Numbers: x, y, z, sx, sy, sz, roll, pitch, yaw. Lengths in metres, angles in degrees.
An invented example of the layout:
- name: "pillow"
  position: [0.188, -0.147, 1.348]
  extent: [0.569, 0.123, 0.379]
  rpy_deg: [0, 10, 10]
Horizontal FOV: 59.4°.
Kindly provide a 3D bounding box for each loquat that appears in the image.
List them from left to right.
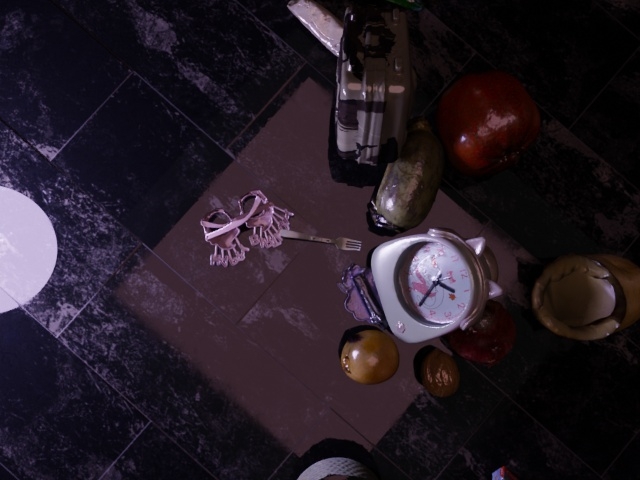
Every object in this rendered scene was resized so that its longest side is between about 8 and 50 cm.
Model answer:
- name: "loquat"
  position: [0.128, 0.296, 1.425]
  extent: [0.163, 0.163, 0.137]
  rpy_deg: [-16, 74, -2]

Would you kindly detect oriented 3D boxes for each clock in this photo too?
- name: "clock"
  position: [0.289, 0.102, 1.371]
  extent: [0.324, 0.109, 0.264]
  rpy_deg: [-22, 81, 42]

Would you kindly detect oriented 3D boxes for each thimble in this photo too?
- name: "thimble"
  position: [0.049, 0.690, 1.400]
  extent: [0.271, 0.150, 0.270]
  rpy_deg: [0, 87, -2]

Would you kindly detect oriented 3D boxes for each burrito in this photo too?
- name: "burrito"
  position: [0.026, -0.572, 1.522]
  extent: [0.275, 0.059, 0.082]
  rpy_deg: [43, 101, 2]

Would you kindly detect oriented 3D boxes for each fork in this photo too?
- name: "fork"
  position: [-0.001, -0.001, 1.494]
  extent: [0.220, 0.028, 0.033]
  rpy_deg: [9, 94, -8]

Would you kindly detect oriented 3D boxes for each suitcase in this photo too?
- name: "suitcase"
  position: [0.134, -0.360, 1.384]
  extent: [0.194, 0.339, 0.351]
  rpy_deg: [3, 54, 1]

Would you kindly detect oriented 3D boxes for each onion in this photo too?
- name: "onion"
  position: [0.415, 0.231, 1.441]
  extent: [0.184, 0.147, 0.183]
  rpy_deg: [-2, 74, 6]

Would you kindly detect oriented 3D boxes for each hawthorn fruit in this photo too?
- name: "hawthorn fruit"
  position: [0.411, -0.323, 1.447]
  extent: [0.254, 0.254, 0.300]
  rpy_deg: [-20, 60, -3]

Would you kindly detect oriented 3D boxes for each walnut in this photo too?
- name: "walnut"
  position: [0.309, 0.343, 1.456]
  extent: [0.105, 0.105, 0.124]
  rpy_deg: [-1, 83, -2]

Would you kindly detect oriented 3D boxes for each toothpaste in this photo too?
- name: "toothpaste"
  position: [0.534, 0.674, 1.467]
  extent: [0.193, 0.070, 0.044]
  rpy_deg: [43, 116, 1]

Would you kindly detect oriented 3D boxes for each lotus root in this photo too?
- name: "lotus root"
  position: [0.234, -0.169, 1.443]
  extent: [0.173, 0.173, 0.309]
  rpy_deg: [17, 91, 0]

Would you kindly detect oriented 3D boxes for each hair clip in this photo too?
- name: "hair clip"
  position: [0.123, 0.150, 1.487]
  extent: [0.124, 0.052, 0.195]
  rpy_deg: [-30, 83, -9]

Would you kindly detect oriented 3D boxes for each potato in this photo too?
- name: "potato"
  position: [0.695, 0.130, 1.406]
  extent: [0.243, 0.285, 0.242]
  rpy_deg: [7, 60, -13]

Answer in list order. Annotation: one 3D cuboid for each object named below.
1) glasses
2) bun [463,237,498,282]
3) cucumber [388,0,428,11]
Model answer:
- name: "glasses"
  position: [-0.193, -0.029, 1.468]
  extent: [0.256, 0.095, 0.162]
  rpy_deg: [-27, 105, -1]
- name: "bun"
  position: [0.374, 0.070, 1.462]
  extent: [0.167, 0.113, 0.173]
  rpy_deg: [-28, 82, 23]
- name: "cucumber"
  position: [0.220, -0.666, 1.544]
  extent: [0.168, 0.039, 0.039]
  rpy_deg: [18, 86, 1]
